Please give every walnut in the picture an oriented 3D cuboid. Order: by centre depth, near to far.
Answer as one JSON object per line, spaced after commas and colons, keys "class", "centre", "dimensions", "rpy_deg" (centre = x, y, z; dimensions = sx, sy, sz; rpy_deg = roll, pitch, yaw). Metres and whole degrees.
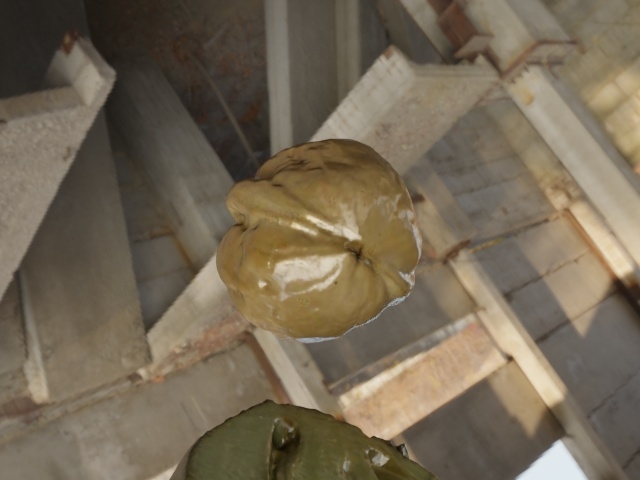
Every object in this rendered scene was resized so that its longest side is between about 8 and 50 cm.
{"class": "walnut", "centre": [0.000, 0.000, 0.559], "dimensions": [0.166, 0.149, 0.166], "rpy_deg": [-50, -162, 24]}

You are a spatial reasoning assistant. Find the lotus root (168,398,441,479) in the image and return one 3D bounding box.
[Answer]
{"class": "lotus root", "centre": [-0.011, 0.233, 0.510], "dimensions": [0.267, 0.260, 0.149], "rpy_deg": [25, 104, -26]}
